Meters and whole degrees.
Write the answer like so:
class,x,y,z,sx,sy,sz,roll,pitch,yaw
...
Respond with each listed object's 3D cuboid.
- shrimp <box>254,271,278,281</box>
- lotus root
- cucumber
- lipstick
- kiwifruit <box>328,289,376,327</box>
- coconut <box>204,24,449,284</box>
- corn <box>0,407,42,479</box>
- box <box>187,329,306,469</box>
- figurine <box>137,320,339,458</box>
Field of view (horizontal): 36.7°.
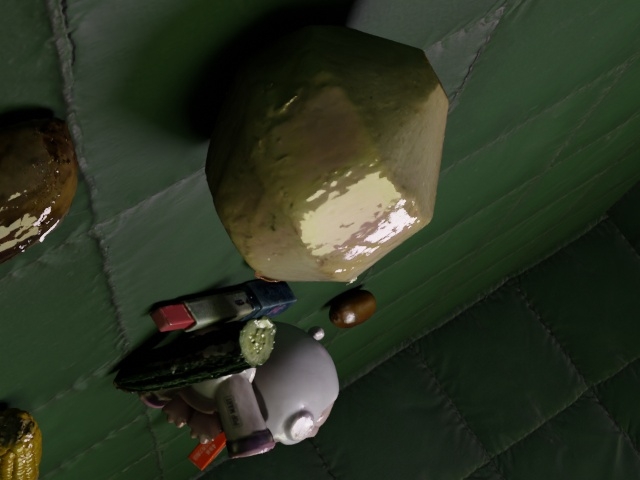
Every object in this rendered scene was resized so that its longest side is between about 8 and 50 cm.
class,x,y,z,sx,sy,sz,roll,pitch,yaw
shrimp,-0.004,-0.007,1.351,0.178,0.075,0.289,-23,176,-32
lotus root,-0.310,0.024,0.681,0.329,0.078,0.167,-30,165,-17
cucumber,-0.186,0.174,1.415,0.265,0.077,0.077,-17,175,26
lipstick,-0.142,0.100,1.411,0.051,0.051,0.312,-37,166,27
kiwifruit,0.068,0.144,2.028,0.075,0.075,0.124,-44,167,37
coconut,0.012,-0.076,0.844,0.237,0.197,0.237,-27,163,-9
corn,-0.441,0.316,1.347,0.102,0.102,0.313,-27,165,-29
box,-0.138,0.329,2.025,0.273,0.048,0.265,-52,174,20
figurine,-0.103,0.244,1.618,0.211,0.253,0.361,-54,155,9
